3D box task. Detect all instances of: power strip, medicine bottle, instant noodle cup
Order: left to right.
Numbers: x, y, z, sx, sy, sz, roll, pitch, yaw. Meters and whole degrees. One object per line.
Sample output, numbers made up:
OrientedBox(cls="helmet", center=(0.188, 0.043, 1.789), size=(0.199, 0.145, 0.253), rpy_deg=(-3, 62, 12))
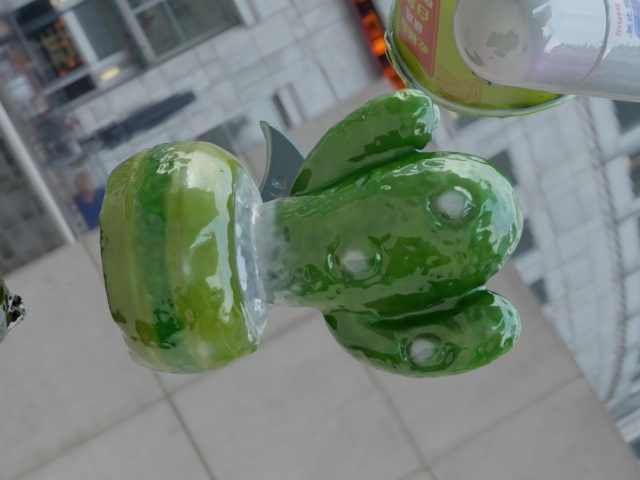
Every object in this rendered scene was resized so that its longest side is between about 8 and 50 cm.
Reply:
OrientedBox(cls="power strip", center=(-0.100, 0.002, 1.510), size=(0.167, 0.253, 0.054), rpy_deg=(48, -9, 5))
OrientedBox(cls="instant noodle cup", center=(0.223, -0.334, 1.750), size=(0.311, 0.311, 0.221), rpy_deg=(57, -10, 30))
OrientedBox(cls="medicine bottle", center=(0.277, -0.213, 1.447), size=(0.130, 0.341, 0.130), rpy_deg=(-1, -91, 51))

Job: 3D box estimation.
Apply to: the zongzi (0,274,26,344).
OrientedBox(cls="zongzi", center=(-0.349, 0.066, 1.083), size=(0.250, 0.125, 0.274), rpy_deg=(74, 24, -42))

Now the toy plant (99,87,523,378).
OrientedBox(cls="toy plant", center=(0.000, 0.000, 1.099), size=(0.184, 0.316, 0.224), rpy_deg=(21, 65, -80))
